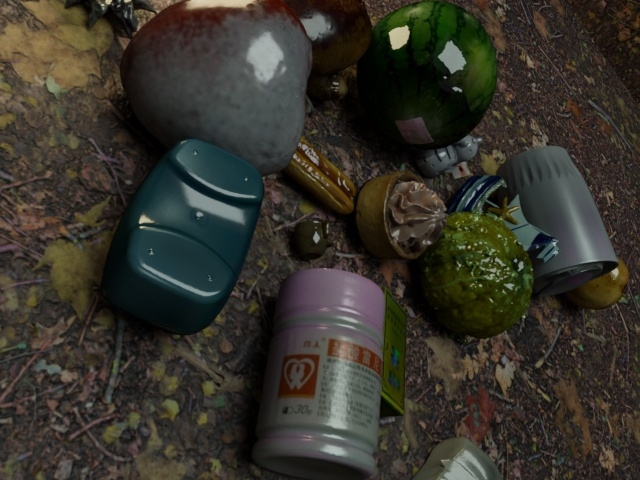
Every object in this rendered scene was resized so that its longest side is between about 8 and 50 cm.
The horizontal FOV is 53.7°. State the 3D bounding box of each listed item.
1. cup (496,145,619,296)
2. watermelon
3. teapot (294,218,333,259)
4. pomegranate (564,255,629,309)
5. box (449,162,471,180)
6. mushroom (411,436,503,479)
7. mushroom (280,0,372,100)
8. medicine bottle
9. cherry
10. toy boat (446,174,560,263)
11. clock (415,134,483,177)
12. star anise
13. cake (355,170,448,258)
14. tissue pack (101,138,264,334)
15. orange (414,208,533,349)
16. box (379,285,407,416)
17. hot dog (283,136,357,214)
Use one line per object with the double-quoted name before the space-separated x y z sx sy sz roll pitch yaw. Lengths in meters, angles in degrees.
"cup" 0.626 -0.049 1.714 0.253 0.253 0.372 7 64 -39
"watermelon" 0.250 -0.394 1.501 0.363 0.363 0.363 19 58 -34
"teapot" 0.000 0.000 1.274 0.110 0.085 0.080 31 51 -52
"pomegranate" 0.776 0.107 1.827 0.196 0.196 0.196 19 58 -34
"box" 0.378 -0.193 1.736 0.083 0.012 0.046 -18 81 -44
"mushroom" 0.330 0.545 1.284 0.159 0.122 0.329 -43 101 -7
"mushroom" -0.045 -0.488 1.378 0.345 0.239 0.345 36 24 -19
"medicine bottle" 0.005 0.228 1.077 0.202 0.202 0.316 26 55 -30
"cherry" -0.166 -0.263 1.115 0.334 0.291 0.326 -20 102 -7
"toy boat" 0.471 -0.039 1.613 0.291 0.067 0.220 35 75 16
"clock" 0.330 -0.226 1.629 0.176 0.117 0.080 -17 78 -38
"star anise" -0.393 -0.468 1.165 0.180 0.061 0.205 -17 81 -44
"cake" 0.191 -0.060 1.362 0.208 0.178 0.185 -51 123 -51
"tissue pack" -0.219 0.001 1.001 0.198 0.206 0.287 26 53 -19
"orange" 0.370 0.073 1.458 0.300 0.223 0.301 53 45 -15
"box" 0.120 0.219 1.243 0.141 0.064 0.220 50 37 -51
"hot dog" -0.020 -0.143 1.328 0.249 0.068 0.100 41 36 -22
